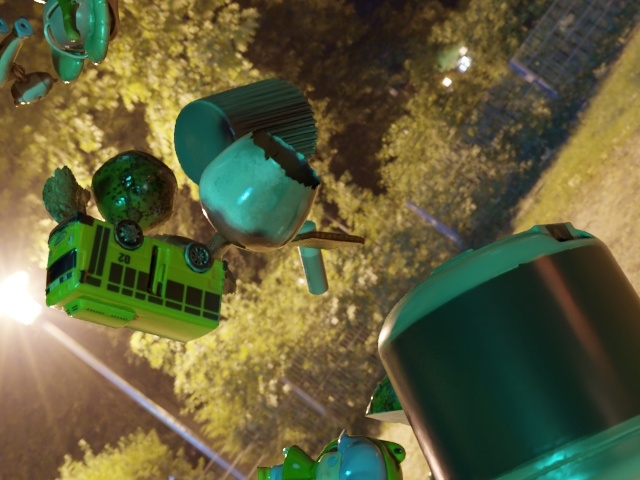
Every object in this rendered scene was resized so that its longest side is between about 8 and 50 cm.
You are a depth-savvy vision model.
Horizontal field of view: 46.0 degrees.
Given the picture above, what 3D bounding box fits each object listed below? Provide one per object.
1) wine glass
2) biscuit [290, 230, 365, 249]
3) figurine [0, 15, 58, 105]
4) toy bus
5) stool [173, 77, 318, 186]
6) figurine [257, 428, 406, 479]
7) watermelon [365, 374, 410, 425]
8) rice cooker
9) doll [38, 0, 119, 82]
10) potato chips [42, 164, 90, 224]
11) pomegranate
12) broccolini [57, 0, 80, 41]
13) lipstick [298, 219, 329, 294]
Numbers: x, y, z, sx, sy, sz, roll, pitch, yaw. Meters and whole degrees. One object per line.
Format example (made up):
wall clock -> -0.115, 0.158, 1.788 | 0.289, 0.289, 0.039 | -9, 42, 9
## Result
wine glass -> -0.163, -0.053, 1.507 | 0.323, 0.238, 0.238 | -51, -1, 18
biscuit -> 0.000, 0.000, 2.125 | 0.254, 0.172, 0.029 | 171, 104, -65
figurine -> -0.485, -0.237, 1.092 | 0.260, 0.103, 0.205 | -39, -4, 36
toy bus -> -0.287, 0.064, 1.168 | 0.128, 0.262, 0.150 | -25, 53, 45
stool -> -0.220, -0.297, 2.157 | 0.330, 0.297, 0.297 | -26, -23, -49
figurine -> 0.020, 0.415, 1.300 | 0.143, 0.263, 0.162 | 63, -158, -56
watermelon -> 0.340, 0.437, 2.280 | 0.319, 0.292, 0.222 | -35, 41, 50
rice cooker -> 0.264, 0.183, 0.893 | 0.335, 0.325, 0.335 | -21, -24, -10
doll -> -0.555, -0.500, 1.659 | 0.216, 0.268, 0.284 | -8, -2, -40
potato chips -> -0.591, -0.061, 1.846 | 0.059, 0.228, 0.167 | -18, 50, 13
pomegranate -> -0.586, -0.135, 2.459 | 0.285, 0.285, 0.340 | -54, -13, -13
broccolini -> -0.448, -0.413, 1.321 | 0.058, 0.216, 0.067 | -40, -37, 27
lipstick -> -0.027, 0.057, 2.390 | 0.070, 0.070, 0.254 | -52, -38, -42
